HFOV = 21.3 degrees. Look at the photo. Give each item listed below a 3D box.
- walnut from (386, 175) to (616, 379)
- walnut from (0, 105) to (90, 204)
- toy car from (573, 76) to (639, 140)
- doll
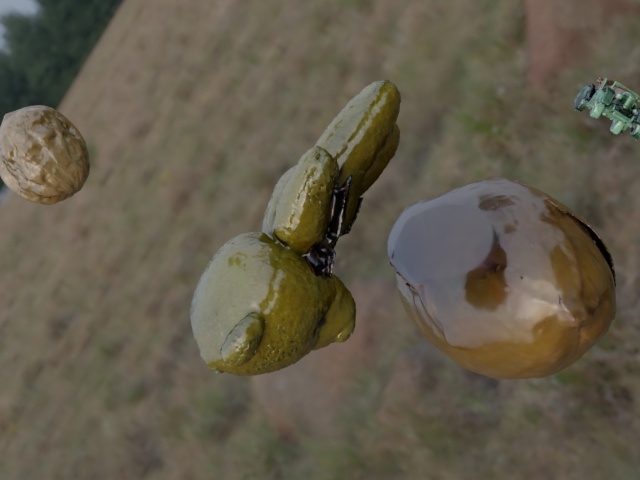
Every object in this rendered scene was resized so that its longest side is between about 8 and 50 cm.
[{"bbox_3d":[0.120,0.026,1.173,0.137,0.137,0.245,-60,24,-6],"label":"walnut"},{"bbox_3d":[-0.255,-0.078,1.545,0.082,0.096,0.079,-41,1,-11],"label":"walnut"},{"bbox_3d":[0.344,-0.158,1.991,0.054,0.073,0.143,-59,3,6],"label":"toy car"},{"bbox_3d":[0.000,0.000,1.045,0.209,0.097,0.137,-55,-1,-14],"label":"doll"}]
